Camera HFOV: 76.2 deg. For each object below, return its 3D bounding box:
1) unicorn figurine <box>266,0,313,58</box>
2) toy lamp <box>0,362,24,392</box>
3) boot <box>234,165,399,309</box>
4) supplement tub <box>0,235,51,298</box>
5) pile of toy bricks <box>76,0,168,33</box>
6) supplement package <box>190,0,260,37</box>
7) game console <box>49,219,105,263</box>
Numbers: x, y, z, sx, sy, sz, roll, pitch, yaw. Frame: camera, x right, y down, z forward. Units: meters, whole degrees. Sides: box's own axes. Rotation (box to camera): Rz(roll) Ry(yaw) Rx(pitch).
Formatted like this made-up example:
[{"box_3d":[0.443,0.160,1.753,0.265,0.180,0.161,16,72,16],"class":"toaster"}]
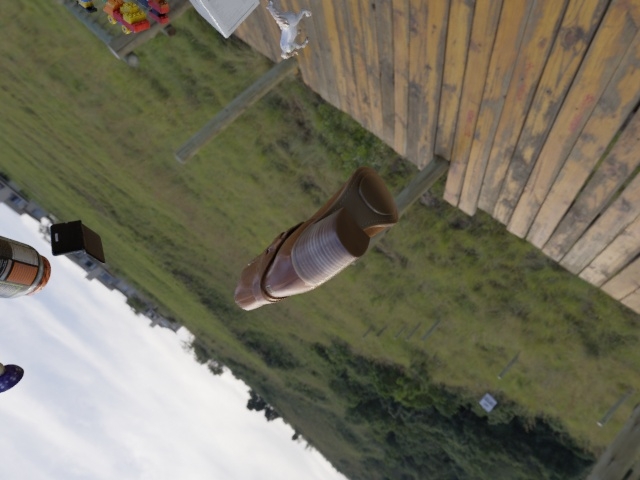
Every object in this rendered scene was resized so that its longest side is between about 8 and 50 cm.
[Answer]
[{"box_3d":[-0.072,-0.495,0.939,0.060,0.111,0.161,29,143,32],"class":"unicorn figurine"},{"box_3d":[-0.709,0.203,0.830,0.080,0.080,0.274,36,145,43],"class":"toy lamp"},{"box_3d":[0.000,0.000,0.650,0.220,0.283,0.109,-31,106,34],"class":"boot"},{"box_3d":[-1.037,0.077,1.287,0.193,0.193,0.316,42,173,18],"class":"supplement tub"},{"box_3d":[-0.342,-0.434,0.652,0.212,0.118,0.105,36,141,8],"class":"pile of toy bricks"},{"box_3d":[-0.273,-0.650,0.995,0.134,0.139,0.244,45,-177,11],"class":"supplement package"},{"box_3d":[-0.626,0.011,1.053,0.122,0.107,0.071,53,145,39],"class":"game console"}]
